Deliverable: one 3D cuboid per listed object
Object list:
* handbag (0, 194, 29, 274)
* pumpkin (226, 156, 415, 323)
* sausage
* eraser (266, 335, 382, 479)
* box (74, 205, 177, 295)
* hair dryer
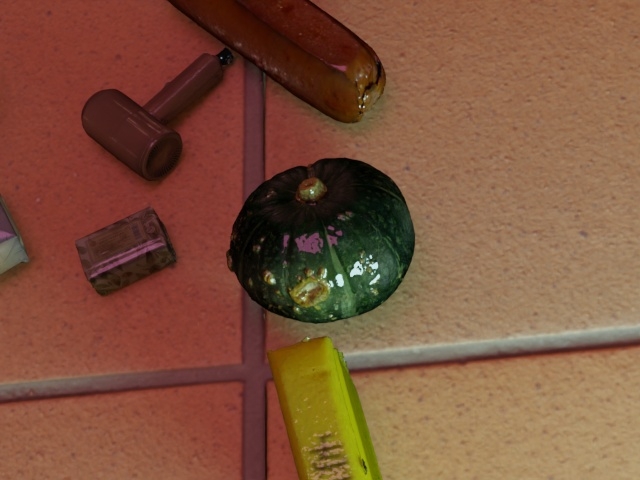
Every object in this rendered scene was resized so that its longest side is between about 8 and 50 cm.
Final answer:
[{"bbox_3d":[-0.418,0.010,1.865,0.173,0.095,0.117,-26,54,-8],"label":"handbag"},{"bbox_3d":[0.002,0.000,1.722,0.190,0.146,0.190,-19,46,21],"label":"pumpkin"},{"bbox_3d":[-0.058,-0.242,1.890,0.330,0.102,0.102,38,78,24],"label":"sausage"},{"bbox_3d":[0.019,0.215,1.604,0.069,0.158,0.226,-18,61,2],"label":"eraser"},{"bbox_3d":[-0.209,0.011,1.831,0.098,0.045,0.062,-24,61,3],"label":"box"},{"bbox_3d":[-0.169,-0.158,1.905,0.182,0.064,0.117,-42,60,-18],"label":"hair dryer"}]
